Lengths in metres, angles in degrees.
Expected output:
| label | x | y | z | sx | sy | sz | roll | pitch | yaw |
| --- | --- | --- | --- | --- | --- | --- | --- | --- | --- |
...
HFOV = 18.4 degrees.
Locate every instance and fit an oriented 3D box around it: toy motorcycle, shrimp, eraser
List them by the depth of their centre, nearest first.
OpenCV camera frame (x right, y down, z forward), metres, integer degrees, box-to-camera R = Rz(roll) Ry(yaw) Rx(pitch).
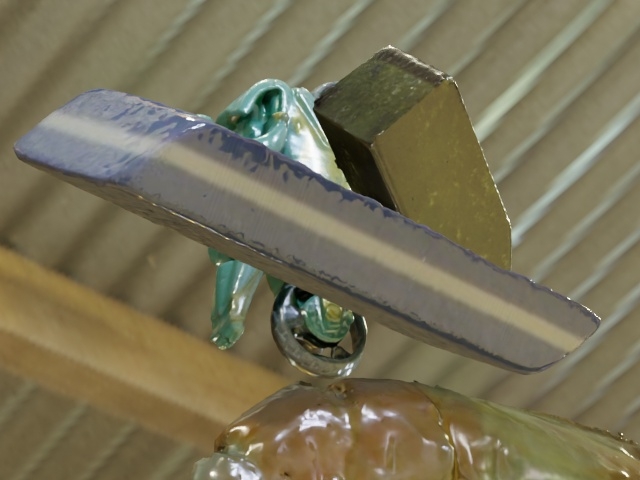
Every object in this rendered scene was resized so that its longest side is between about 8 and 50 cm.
| label | x | y | z | sx | sy | sz | roll | pitch | yaw |
| --- | --- | --- | --- | --- | --- | --- | --- | --- | --- |
| shrimp | 0.074 | 0.120 | 0.712 | 0.267 | 0.145 | 0.061 | 5 | -27 | -33 |
| eraser | 0.000 | 0.000 | 0.716 | 0.225 | 0.082 | 0.036 | 26 | -94 | -35 |
| toy motorcycle | -0.027 | -0.031 | 1.580 | 0.198 | 0.296 | 0.109 | 18 | -40 | -22 |

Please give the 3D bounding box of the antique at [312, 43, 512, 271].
| label | x | y | z | sx | sy | sz | roll | pitch | yaw |
| --- | --- | --- | --- | --- | --- | --- | --- | --- | --- |
| antique | 0.081 | -0.031 | 1.468 | 0.081 | 0.080 | 0.221 | -38 | -51 | -13 |
